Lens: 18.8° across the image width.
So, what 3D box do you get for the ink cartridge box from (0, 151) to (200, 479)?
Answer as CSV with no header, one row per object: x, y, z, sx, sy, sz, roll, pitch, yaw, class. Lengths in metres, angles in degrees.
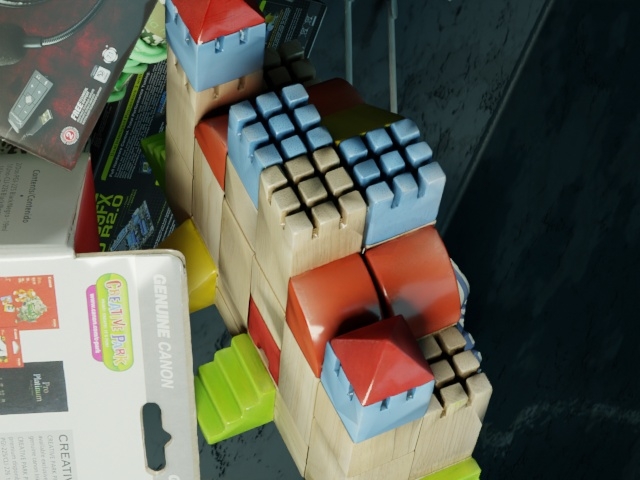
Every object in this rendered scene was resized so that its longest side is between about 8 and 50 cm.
-0.217,0.102,1.338,0.130,0.271,0.309,-91,-179,-56,ink cartridge box

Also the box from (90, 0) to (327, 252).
-0.120,-0.092,1.570,0.216,0.060,0.270,3,111,-55,box

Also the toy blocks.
0.000,0.000,1.225,0.190,0.381,0.261,-20,153,-16,toy blocks

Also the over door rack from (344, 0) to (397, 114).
0.024,-0.095,1.668,0.239,0.108,0.324,-13,113,-78,over door rack

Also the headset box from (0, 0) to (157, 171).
-0.241,-0.204,1.170,0.293,0.110,0.218,26,95,-25,headset box

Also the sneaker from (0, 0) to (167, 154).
-0.155,-0.165,1.349,0.158,0.182,0.410,-13,124,-50,sneaker

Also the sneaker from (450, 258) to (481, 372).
0.056,0.114,1.908,0.182,0.127,0.315,-52,148,-19,sneaker
